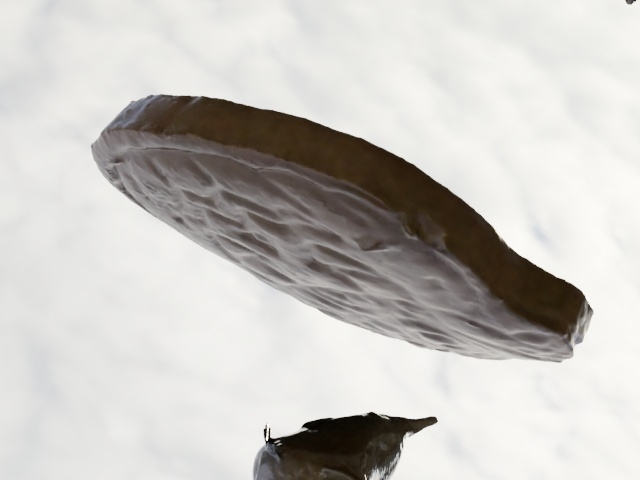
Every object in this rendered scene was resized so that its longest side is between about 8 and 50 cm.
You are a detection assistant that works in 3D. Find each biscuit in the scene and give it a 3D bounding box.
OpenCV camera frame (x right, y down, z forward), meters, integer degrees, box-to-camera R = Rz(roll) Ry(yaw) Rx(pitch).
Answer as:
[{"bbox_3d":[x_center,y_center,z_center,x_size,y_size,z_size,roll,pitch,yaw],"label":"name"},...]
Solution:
[{"bbox_3d":[-0.001,0.002,1.101,0.365,0.062,0.385,33,165,-30],"label":"biscuit"}]

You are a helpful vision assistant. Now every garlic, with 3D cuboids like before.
[{"bbox_3d":[0.009,0.145,0.880,0.084,0.066,0.152,8,-169,22],"label":"garlic"}]

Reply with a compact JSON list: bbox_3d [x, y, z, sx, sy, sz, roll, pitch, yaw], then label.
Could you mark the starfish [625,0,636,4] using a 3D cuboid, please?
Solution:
[{"bbox_3d":[0.467,-0.412,1.412,0.132,0.383,0.398,-27,-76,-73],"label":"starfish"}]
